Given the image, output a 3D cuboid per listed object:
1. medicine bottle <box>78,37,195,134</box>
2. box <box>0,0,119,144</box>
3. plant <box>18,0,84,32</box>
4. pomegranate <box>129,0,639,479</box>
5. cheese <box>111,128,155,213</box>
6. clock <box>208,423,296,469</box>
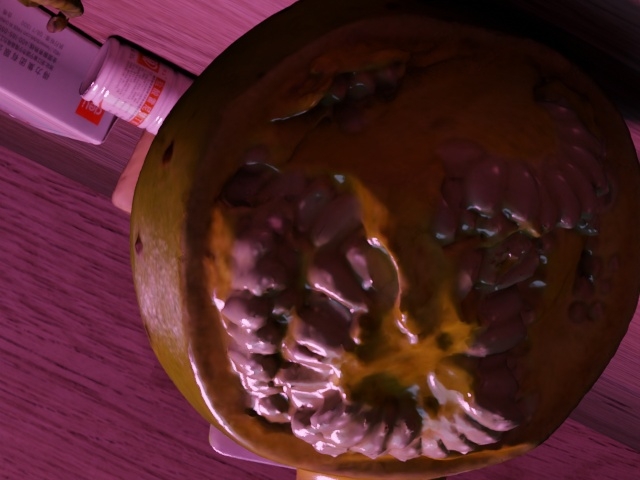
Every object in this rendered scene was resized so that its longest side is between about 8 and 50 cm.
[{"bbox_3d":[-0.144,-0.122,1.536,0.089,0.057,0.057,27,174,-19],"label":"medicine bottle"},{"bbox_3d":[-0.290,-0.172,1.567,0.135,0.079,0.269,19,172,42],"label":"box"},{"bbox_3d":[-0.284,-0.218,1.247,0.333,0.180,0.251,-9,-173,-30],"label":"plant"},{"bbox_3d":[0.028,0.030,0.964,0.260,0.340,0.260,9,-164,-3],"label":"pomegranate"},{"bbox_3d":[0.001,0.001,1.810,0.384,0.104,0.384,24,174,3],"label":"cheese"},{"bbox_3d":[0.041,0.016,1.240,0.166,0.235,0.309,8,-178,6],"label":"clock"}]
